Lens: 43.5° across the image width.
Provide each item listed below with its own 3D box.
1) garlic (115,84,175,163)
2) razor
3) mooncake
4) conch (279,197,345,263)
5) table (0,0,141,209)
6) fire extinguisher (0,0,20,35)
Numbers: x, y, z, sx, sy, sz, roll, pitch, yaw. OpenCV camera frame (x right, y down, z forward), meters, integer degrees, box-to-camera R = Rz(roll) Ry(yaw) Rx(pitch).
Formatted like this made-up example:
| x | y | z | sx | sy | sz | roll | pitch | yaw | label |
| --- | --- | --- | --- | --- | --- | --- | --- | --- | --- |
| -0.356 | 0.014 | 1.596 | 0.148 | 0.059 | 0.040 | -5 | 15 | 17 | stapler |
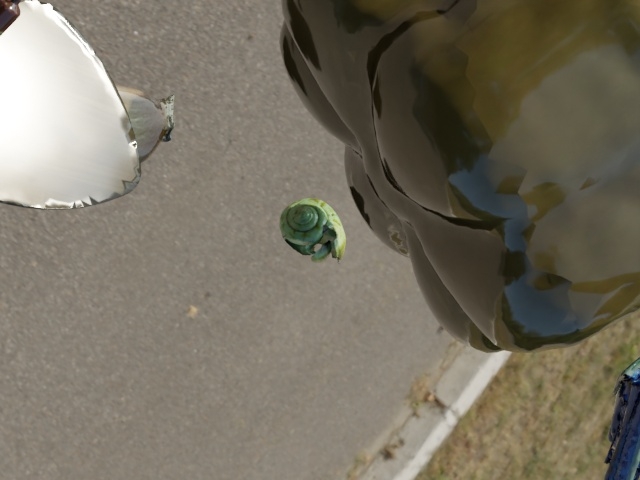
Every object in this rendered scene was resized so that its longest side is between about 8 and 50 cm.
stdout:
| x | y | z | sx | sy | sz | roll | pitch | yaw | label |
| --- | --- | --- | --- | --- | --- | --- | --- | --- | --- |
| -0.383 | -0.206 | 1.410 | 0.266 | 0.128 | 0.148 | 14 | 71 | -62 | garlic |
| 0.285 | 0.089 | 0.606 | 0.324 | 0.056 | 0.093 | -17 | 124 | -43 | razor |
| 0.158 | -0.111 | 0.784 | 0.262 | 0.467 | 0.467 | -30 | 138 | -3 | mooncake |
| 0.000 | 0.000 | 1.147 | 0.079 | 0.106 | 0.170 | -40 | 157 | -3 | conch |
| -0.481 | -0.180 | 1.238 | 0.317 | 0.249 | 0.317 | 11 | 74 | -44 | table |
| -0.394 | -0.244 | 0.943 | 0.173 | 0.035 | 0.049 | -38 | -179 | 17 | fire extinguisher |
